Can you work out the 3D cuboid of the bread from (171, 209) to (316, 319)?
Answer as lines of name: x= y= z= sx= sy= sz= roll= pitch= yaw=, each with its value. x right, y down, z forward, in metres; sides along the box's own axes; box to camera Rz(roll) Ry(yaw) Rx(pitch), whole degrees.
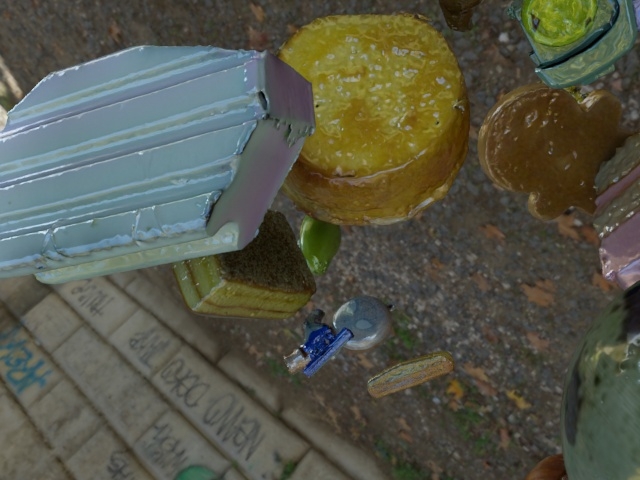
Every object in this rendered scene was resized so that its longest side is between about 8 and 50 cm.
bread: x=-0.129 y=0.033 z=1.040 sx=0.234 sy=0.111 sz=0.184 roll=13 pitch=-136 yaw=-51

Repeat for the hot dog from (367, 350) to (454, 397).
hot dog: x=0.209 y=0.310 z=1.535 sx=0.066 sy=0.216 sz=0.047 roll=62 pitch=-165 yaw=-7

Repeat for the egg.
egg: x=0.460 y=0.226 z=0.762 sx=0.345 sy=0.345 sz=0.427 roll=27 pitch=119 yaw=40

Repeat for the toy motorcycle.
toy motorcycle: x=0.440 y=-0.340 z=0.907 sx=0.327 sy=0.191 sz=0.199 roll=-25 pitch=107 yaw=23

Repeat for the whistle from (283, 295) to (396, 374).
whistle: x=0.038 y=0.169 z=1.147 sx=0.107 sy=0.220 sz=0.057 roll=55 pitch=172 yaw=45

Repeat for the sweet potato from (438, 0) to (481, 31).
sweet potato: x=0.183 y=-0.337 z=0.848 sx=0.067 sy=0.067 sz=0.274 roll=40 pitch=-178 yaw=15

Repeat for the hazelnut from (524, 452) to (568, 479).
hazelnut: x=0.464 y=0.485 z=1.194 sx=0.182 sy=0.182 sz=0.182 roll=38 pitch=159 yaw=17

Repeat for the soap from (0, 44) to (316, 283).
soap: x=-0.231 y=-0.101 z=0.847 sx=0.447 sy=0.261 sz=0.156 roll=-11 pitch=165 yaw=23

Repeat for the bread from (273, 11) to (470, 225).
bread: x=0.065 y=-0.210 z=1.141 sx=0.398 sy=0.398 sz=0.215 roll=38 pitch=170 yaw=20

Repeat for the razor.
razor: x=-0.008 y=0.148 z=1.126 sx=0.056 sy=0.093 sz=0.324 roll=47 pitch=180 yaw=-4

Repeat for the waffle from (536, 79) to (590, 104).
waffle: x=0.617 y=-0.328 z=1.717 sx=0.193 sy=0.070 sz=0.197 roll=44 pitch=138 yaw=29

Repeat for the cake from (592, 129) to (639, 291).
cake: x=0.666 y=-0.028 z=1.125 sx=0.314 sy=0.306 sz=0.293 roll=30 pitch=136 yaw=-9

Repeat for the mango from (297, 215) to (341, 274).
mango: x=0.000 y=0.000 z=1.297 sx=0.091 sy=0.165 sz=0.074 roll=24 pitch=129 yaw=-19

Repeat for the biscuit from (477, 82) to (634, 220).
biscuit: x=0.461 y=-0.172 z=1.266 sx=0.355 sy=0.275 sz=0.052 roll=14 pitch=-159 yaw=-20
